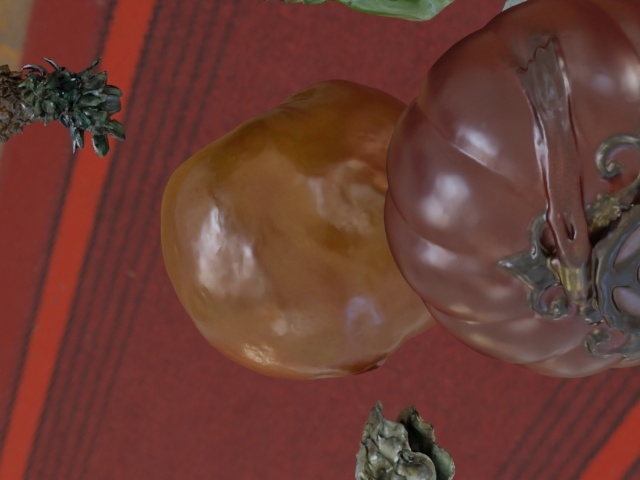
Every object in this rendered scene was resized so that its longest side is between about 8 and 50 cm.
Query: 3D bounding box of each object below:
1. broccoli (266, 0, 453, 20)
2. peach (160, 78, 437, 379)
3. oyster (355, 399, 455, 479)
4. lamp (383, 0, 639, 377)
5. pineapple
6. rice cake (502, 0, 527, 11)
[{"bbox_3d":[0.046,-0.336,1.448,0.307,0.308,0.275,-14,145,35],"label":"broccoli"},{"bbox_3d":[0.000,0.000,1.661,0.342,0.343,0.302,-28,95,41],"label":"peach"},{"bbox_3d":[0.086,0.325,1.757,0.112,0.268,0.198,-2,159,-13],"label":"oyster"},{"bbox_3d":[0.196,-0.041,1.149,0.303,0.257,0.303,-10,122,-16],"label":"lamp"},{"bbox_3d":[-0.300,-0.130,1.507,0.221,0.083,0.103,2,108,20],"label":"pineapple"},{"bbox_3d":[0.244,-0.186,1.449,0.206,0.063,0.069,31,-173,-46],"label":"rice cake"}]
